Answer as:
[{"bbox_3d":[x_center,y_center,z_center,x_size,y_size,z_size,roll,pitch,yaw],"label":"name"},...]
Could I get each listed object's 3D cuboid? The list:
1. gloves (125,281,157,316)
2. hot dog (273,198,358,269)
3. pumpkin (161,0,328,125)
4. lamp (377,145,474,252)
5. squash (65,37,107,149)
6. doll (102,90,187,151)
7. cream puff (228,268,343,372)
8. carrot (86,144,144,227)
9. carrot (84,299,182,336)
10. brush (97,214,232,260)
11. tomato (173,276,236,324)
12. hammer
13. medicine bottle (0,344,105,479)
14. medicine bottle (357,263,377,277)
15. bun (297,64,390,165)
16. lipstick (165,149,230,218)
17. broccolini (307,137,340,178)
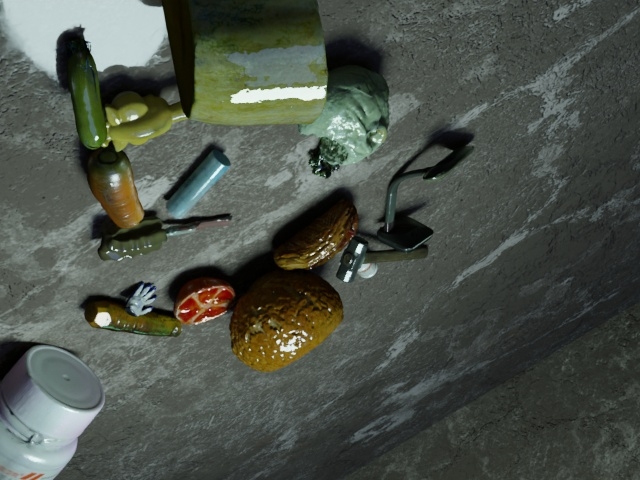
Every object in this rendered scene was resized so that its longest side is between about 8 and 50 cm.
[{"bbox_3d":[-0.400,0.135,1.831,0.086,0.026,0.064,-58,133,-25],"label":"gloves"},{"bbox_3d":[-0.001,-0.002,1.893,0.227,0.099,0.160,-40,176,14],"label":"hot dog"},{"bbox_3d":[-0.129,-0.312,1.184,0.199,0.332,0.332,-18,145,-14],"label":"pumpkin"},{"bbox_3d":[0.253,-0.116,1.956,0.203,0.124,0.283,-30,150,-37],"label":"lamp"},{"bbox_3d":[-0.376,-0.231,1.309,0.052,0.052,0.183,-13,120,-23],"label":"squash"},{"bbox_3d":[-0.251,-0.228,1.423,0.291,0.086,0.117,-19,140,-13],"label":"doll"},{"bbox_3d":[-0.091,0.179,1.956,0.303,0.212,0.303,-29,-176,2],"label":"cream puff"},{"bbox_3d":[-0.383,-0.095,1.514,0.087,0.087,0.193,-18,149,-15],"label":"carrot"},{"bbox_3d":[-0.424,0.183,1.875,0.070,0.070,0.260,-44,145,22],"label":"carrot"},{"bbox_3d":[-0.316,-0.020,1.694,0.301,0.071,0.084,-15,162,-35],"label":"brush"},{"bbox_3d":[-0.278,0.127,1.901,0.155,0.069,0.155,-20,149,-12],"label":"tomato"},{"bbox_3d":[0.175,0.042,2.087,0.365,0.043,0.111,-3,120,-52],"label":"hammer"},{"bbox_3d":[-0.667,0.421,1.842,0.325,0.256,0.256,-47,144,12],"label":"medicine bottle"},{"bbox_3d":[0.107,0.057,2.101,0.057,0.057,0.089,-34,146,8],"label":"medicine bottle"},{"bbox_3d":[0.058,-0.231,1.574,0.212,0.126,0.204,-7,127,-49],"label":"bun"},{"bbox_3d":[-0.245,-0.111,1.624,0.158,0.048,0.048,-44,144,23],"label":"lipstick"},{"bbox_3d":[-0.002,-0.226,1.673,0.057,0.071,0.254,6,141,14],"label":"broccolini"}]
